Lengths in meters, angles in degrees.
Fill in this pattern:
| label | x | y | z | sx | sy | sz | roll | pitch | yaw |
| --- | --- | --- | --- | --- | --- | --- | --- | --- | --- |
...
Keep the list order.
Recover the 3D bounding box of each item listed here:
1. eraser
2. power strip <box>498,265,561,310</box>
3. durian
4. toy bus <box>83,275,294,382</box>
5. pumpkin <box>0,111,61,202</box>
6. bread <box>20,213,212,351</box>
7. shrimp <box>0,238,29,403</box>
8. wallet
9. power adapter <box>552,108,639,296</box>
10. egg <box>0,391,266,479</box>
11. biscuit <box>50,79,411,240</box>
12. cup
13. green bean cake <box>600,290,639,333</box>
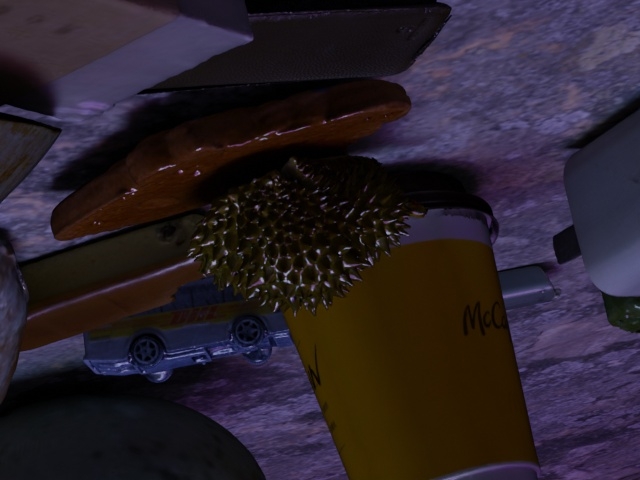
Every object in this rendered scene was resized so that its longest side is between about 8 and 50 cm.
| label | x | y | z | sx | sy | sz | roll | pitch | yaw |
| --- | --- | --- | --- | --- | --- | --- | --- | --- | --- |
| eraser | -0.192 | -0.136 | 0.969 | 0.144 | 0.078 | 0.343 | -22 | 160 | 33 |
| power strip | 0.100 | 0.064 | 1.873 | 0.252 | 0.027 | 0.060 | -11 | 164 | -2 |
| durian | 0.000 | 0.000 | 1.398 | 0.208 | 0.102 | 0.146 | -10 | 163 | -44 |
| toy bus | -0.105 | 0.071 | 1.678 | 0.190 | 0.075 | 0.064 | -12 | 161 | 3 |
| pumpkin | -0.256 | -0.039 | 1.070 | 0.217 | 0.110 | 0.217 | 16 | -174 | -2 |
| bread | -0.173 | 0.034 | 1.565 | 0.226 | 0.049 | 0.088 | -17 | 161 | 15 |
| shrimp | -0.334 | 0.053 | 1.358 | 0.221 | 0.110 | 0.445 | -55 | 152 | -3 |
| wallet | -0.026 | -0.124 | 1.194 | 0.198 | 0.031 | 0.110 | -5 | 161 | -22 |
| power adapter | 0.262 | -0.024 | 1.539 | 0.130 | 0.125 | 0.205 | -3 | 162 | -30 |
| egg | -0.237 | 0.323 | 1.935 | 0.428 | 0.345 | 0.345 | -25 | 160 | 14 |
| biscuit | -0.067 | -0.055 | 1.358 | 0.280 | 0.043 | 0.183 | -17 | 166 | 25 |
| cup | 0.072 | 0.095 | 1.546 | 0.196 | 0.280 | 0.196 | -14 | 158 | -6 |
| green bean cake | 0.378 | 0.004 | 1.704 | 0.248 | 0.125 | 0.222 | -25 | 158 | 36 |
